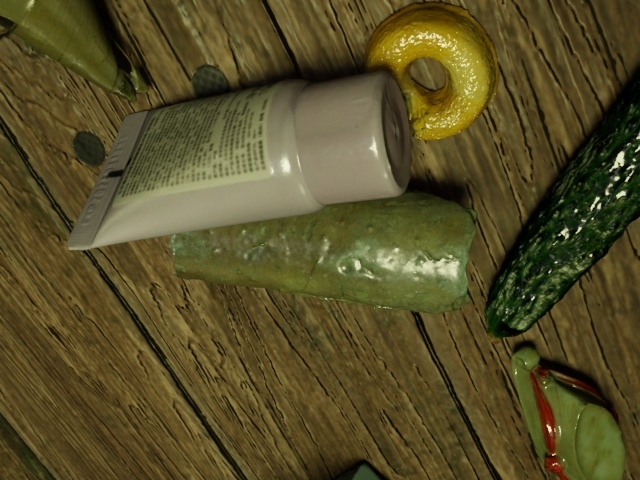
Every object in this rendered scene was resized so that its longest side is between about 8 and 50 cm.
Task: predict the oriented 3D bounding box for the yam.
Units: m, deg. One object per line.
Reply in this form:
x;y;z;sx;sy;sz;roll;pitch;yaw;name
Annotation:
0.000;0.000;0.520;0.259;0.106;0.106;6;119;14;yam

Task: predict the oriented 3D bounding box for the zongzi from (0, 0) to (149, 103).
-0.211;-0.277;0.433;0.289;0.123;0.260;31;119;-13;zongzi

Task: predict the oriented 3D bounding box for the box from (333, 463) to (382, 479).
0.013;0.361;0.648;0.130;0.227;0.162;50;120;4;box

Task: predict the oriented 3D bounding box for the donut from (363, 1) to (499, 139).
0.085;-0.128;0.465;0.108;0.043;0.097;37;122;-10;donut

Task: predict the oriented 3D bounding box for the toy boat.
0.237;0.182;0.570;0.089;0.071;0.185;-33;110;-16;toy boat

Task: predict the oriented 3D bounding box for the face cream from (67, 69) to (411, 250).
-0.071;-0.065;0.476;0.273;0.154;0.096;-4;147;23;face cream

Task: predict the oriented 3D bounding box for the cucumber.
0.210;-0.028;0.469;0.067;0.067;0.294;28;123;0;cucumber
